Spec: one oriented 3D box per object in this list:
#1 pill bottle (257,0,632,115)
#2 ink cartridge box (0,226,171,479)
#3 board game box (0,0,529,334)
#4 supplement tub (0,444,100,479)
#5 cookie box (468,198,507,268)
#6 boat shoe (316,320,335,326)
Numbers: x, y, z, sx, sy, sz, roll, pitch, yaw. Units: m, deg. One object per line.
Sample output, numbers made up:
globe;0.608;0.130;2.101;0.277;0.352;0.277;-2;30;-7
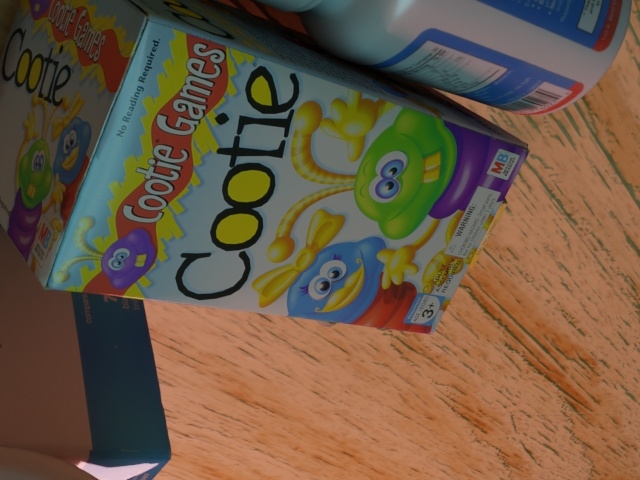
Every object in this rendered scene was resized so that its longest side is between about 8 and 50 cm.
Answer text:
pill bottle;0.063;-0.154;0.560;0.221;0.124;0.124;11;135;-35
ink cartridge box;-0.282;0.111;0.694;0.270;0.197;0.198;11;136;-35
board game box;-0.037;-0.049;0.574;0.275;0.144;0.142;11;111;-41
supplement tub;-0.229;0.296;0.589;0.235;0.235;0.325;2;140;-27
cookie box;0.092;-0.013;0.833;0.107;0.040;0.092;-5;142;-19
boat shoe;0.000;0.000;0.781;0.064;0.075;0.206;-22;139;5
